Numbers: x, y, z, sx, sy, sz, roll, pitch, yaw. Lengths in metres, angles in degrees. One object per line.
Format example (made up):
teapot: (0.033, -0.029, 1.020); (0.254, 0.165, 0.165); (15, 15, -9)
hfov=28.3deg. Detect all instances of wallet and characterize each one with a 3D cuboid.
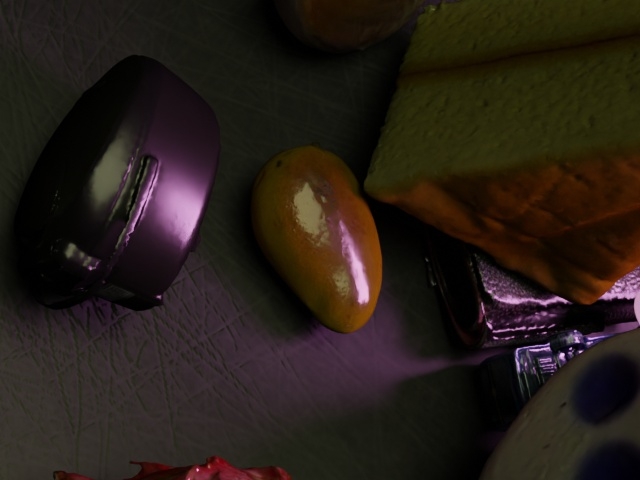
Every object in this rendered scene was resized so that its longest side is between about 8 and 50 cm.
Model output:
wallet: (0.191, -0.035, 1.170); (0.221, 0.071, 0.262); (-6, 70, -28)

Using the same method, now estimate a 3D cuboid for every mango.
mango: (0.000, 0.000, 1.053); (0.103, 0.076, 0.161); (-20, 87, -35)

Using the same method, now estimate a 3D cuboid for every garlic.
garlic: (0.047, -0.232, 1.121); (0.198, 0.128, 0.090); (-11, 63, -27)

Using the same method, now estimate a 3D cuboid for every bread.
bread: (0.247, -0.145, 1.001); (0.245, 0.362, 0.233); (29, 52, -16)

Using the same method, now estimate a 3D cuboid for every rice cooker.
rice cooker: (-0.150, -0.039, 0.952); (0.118, 0.142, 0.203); (30, 65, -29)

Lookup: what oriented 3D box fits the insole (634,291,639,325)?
insole: (0.341, 0.107, 1.133); (0.197, 0.004, 0.065); (38, 47, -23)

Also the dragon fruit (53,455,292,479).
dragon fruit: (-0.085, 0.243, 0.859); (0.268, 0.205, 0.210); (31, 22, 10)

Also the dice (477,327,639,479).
dice: (0.303, 0.260, 0.939); (0.304, 0.304, 0.277); (40, 84, -24)

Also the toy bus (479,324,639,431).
toy bus: (0.250, 0.122, 1.129); (0.237, 0.094, 0.079); (-5, 72, -30)
